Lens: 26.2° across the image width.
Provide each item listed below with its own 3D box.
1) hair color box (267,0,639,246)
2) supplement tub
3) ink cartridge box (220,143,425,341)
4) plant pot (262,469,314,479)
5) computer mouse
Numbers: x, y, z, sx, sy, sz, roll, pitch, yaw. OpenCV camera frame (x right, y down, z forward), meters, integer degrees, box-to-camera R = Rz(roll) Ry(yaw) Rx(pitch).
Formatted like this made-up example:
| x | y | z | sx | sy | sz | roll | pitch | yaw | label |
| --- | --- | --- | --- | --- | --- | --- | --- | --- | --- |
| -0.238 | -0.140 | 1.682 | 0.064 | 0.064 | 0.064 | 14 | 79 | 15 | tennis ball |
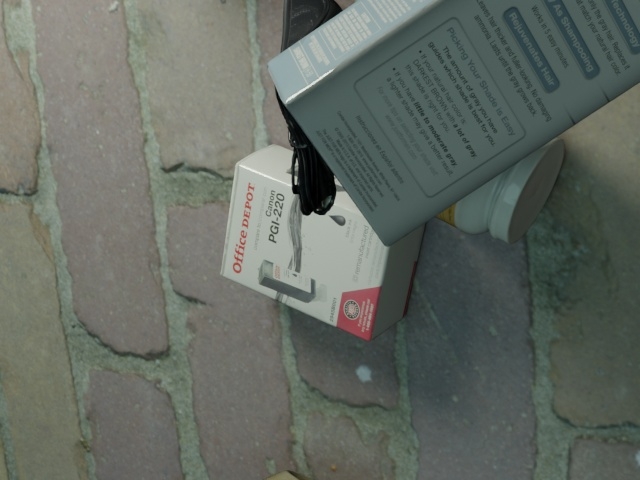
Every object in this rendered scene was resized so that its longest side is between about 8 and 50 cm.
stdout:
| x | y | z | sx | sy | sz | roll | pitch | yaw | label |
| --- | --- | --- | --- | --- | --- | --- | --- | --- | --- |
| 0.159 | -0.182 | 1.287 | 0.374 | 0.114 | 0.185 | -33 | 118 | 6 | hair color box |
| 0.141 | -0.094 | 1.457 | 0.199 | 0.144 | 0.144 | 29 | 122 | 20 | supplement tub |
| 0.000 | 0.000 | 1.619 | 0.217 | 0.092 | 0.159 | 24 | 120 | 25 | ink cartridge box |
| -0.029 | 0.400 | 1.715 | 0.284 | 0.284 | 0.191 | 26 | 86 | 22 | plant pot |
| 0.001 | -0.173 | 1.475 | 0.072 | 0.272 | 0.188 | -6 | 131 | 7 | computer mouse |
